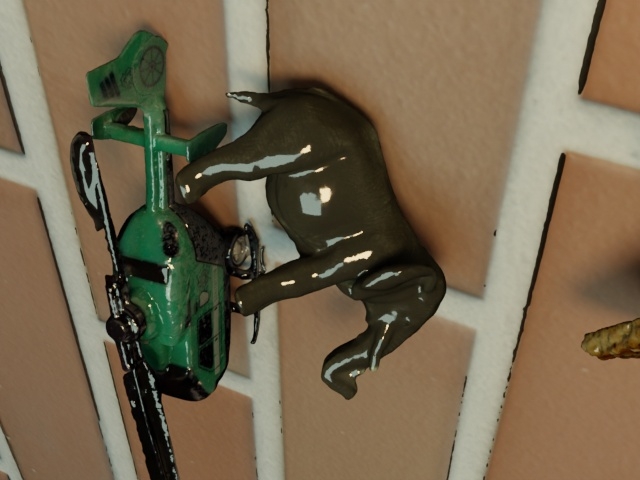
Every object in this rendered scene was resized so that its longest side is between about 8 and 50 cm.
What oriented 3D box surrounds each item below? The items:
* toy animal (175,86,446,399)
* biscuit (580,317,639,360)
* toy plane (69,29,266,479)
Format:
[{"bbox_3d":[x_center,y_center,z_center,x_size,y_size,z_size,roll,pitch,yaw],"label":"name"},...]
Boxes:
[{"bbox_3d":[0.001,0.004,0.726,0.146,0.114,0.245,-23,118,4],"label":"toy animal"},{"bbox_3d":[0.271,0.043,0.599,0.131,0.025,0.231,0,164,-22],"label":"biscuit"},{"bbox_3d":[-0.127,0.012,0.826,0.106,0.155,0.382,15,121,22],"label":"toy plane"}]
